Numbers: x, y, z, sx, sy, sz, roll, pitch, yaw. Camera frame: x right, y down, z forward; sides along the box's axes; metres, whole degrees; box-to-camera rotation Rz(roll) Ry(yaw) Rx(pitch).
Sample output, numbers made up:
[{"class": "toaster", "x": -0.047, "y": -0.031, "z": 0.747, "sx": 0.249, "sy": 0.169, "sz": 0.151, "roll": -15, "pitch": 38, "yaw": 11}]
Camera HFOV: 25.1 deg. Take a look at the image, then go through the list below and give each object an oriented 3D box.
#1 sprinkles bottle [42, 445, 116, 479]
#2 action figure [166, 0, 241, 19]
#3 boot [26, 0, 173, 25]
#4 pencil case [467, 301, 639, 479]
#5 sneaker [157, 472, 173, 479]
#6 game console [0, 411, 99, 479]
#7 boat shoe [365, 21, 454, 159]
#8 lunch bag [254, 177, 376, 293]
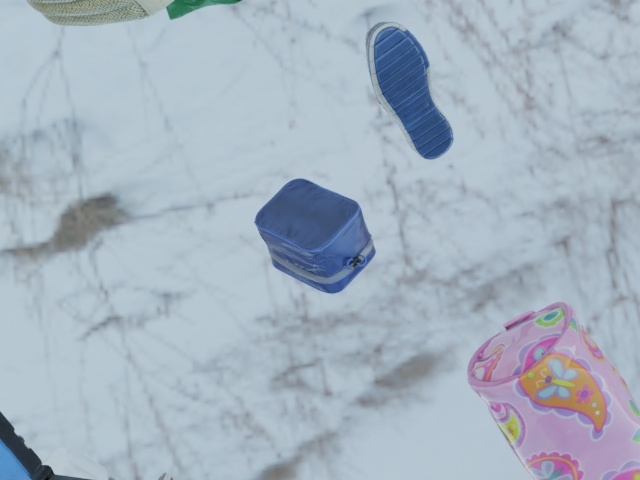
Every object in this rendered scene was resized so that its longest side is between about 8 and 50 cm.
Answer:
[{"class": "sprinkles bottle", "x": -0.129, "y": 0.335, "z": 1.347, "sx": 0.355, "sy": 0.121, "sz": 0.121, "roll": 36, "pitch": 141, "yaw": -15}, {"class": "action figure", "x": -0.070, "y": -0.318, "z": 1.579, "sx": 0.232, "sy": 0.137, "sz": 0.063, "roll": -10, "pitch": 156, "yaw": -18}, {"class": "boot", "x": -0.121, "y": -0.224, "z": 0.804, "sx": 0.262, "sy": 0.095, "sz": 0.203, "roll": -22, "pitch": 142, "yaw": 27}, {"class": "pencil case", "x": 0.253, "y": 0.192, "z": 1.300, "sx": 0.124, "sy": 0.124, "sz": 0.284, "roll": -27, "pitch": 109, "yaw": 38}, {"class": "sneaker", "x": -0.159, "y": 0.299, "z": 1.468, "sx": 0.067, "sy": 0.118, "sz": 0.042, "roll": 27, "pitch": -166, "yaw": 3}, {"class": "game console", "x": -0.189, "y": 0.163, "z": 0.871, "sx": 0.124, "sy": 0.144, "sz": 0.085, "roll": 4, "pitch": 121, "yaw": 20}, {"class": "boat shoe", "x": 0.083, "y": -0.166, "z": 1.541, "sx": 0.066, "sy": 0.066, "sz": 0.183, "roll": -32, "pitch": 131, "yaw": -7}, {"class": "lunch bag", "x": 0.000, "y": 0.000, "z": 1.216, "sx": 0.067, "sy": 0.098, "sz": 0.065, "roll": -44, "pitch": 138, "yaw": -22}]
